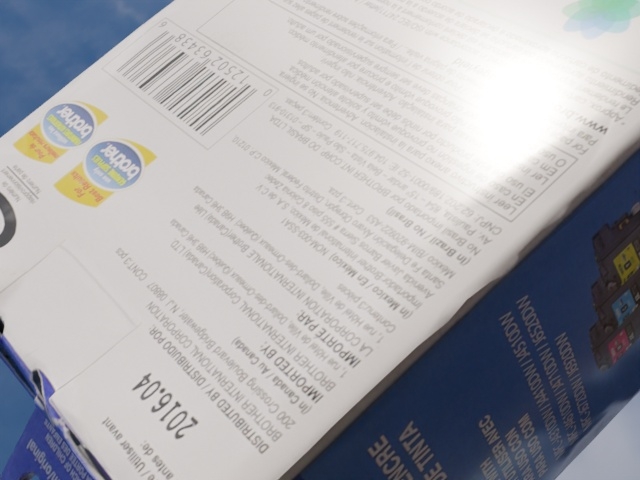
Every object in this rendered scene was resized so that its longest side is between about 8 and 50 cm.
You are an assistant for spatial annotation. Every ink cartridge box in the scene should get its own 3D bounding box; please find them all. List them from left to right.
[{"bbox_3d":[0.000,0.000,0.473,0.395,0.270,0.151,-40,-45,-13],"label":"ink cartridge box"}]
